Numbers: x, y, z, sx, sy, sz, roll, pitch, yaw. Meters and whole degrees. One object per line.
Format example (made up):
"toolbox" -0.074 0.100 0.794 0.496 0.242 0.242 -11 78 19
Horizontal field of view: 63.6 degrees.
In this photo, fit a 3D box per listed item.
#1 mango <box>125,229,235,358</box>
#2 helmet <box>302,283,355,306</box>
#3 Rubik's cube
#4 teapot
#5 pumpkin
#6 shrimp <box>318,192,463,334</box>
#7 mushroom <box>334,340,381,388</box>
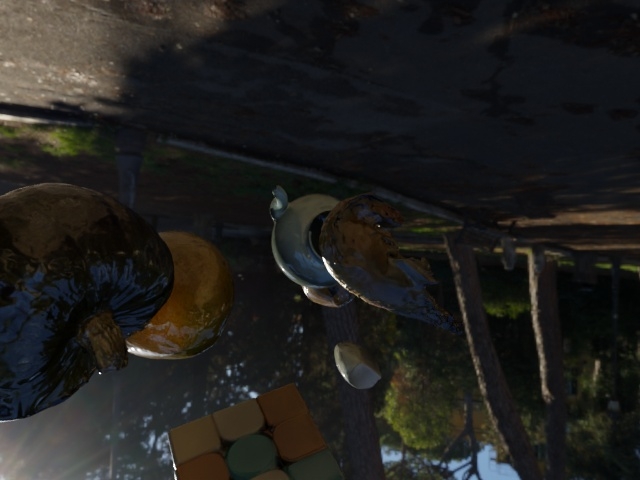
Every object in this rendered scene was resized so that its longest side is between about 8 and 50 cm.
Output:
"mango" -0.280 0.104 0.958 0.182 0.253 0.364 32 170 -30
"helmet" 0.022 0.126 1.539 0.198 0.130 0.224 13 141 26
"Rubik's cube" -0.137 0.619 1.230 0.344 0.347 0.346 -16 -148 -17
"teapot" 0.000 0.000 1.040 0.294 0.193 0.129 40 158 -16
"pumpkin" -0.332 0.060 0.646 0.242 0.325 0.232 31 145 14
"shrimp" 0.113 0.037 0.624 0.262 0.117 0.066 28 177 -30
"mushroom" 0.094 0.351 1.542 0.118 0.103 0.270 45 178 -11
